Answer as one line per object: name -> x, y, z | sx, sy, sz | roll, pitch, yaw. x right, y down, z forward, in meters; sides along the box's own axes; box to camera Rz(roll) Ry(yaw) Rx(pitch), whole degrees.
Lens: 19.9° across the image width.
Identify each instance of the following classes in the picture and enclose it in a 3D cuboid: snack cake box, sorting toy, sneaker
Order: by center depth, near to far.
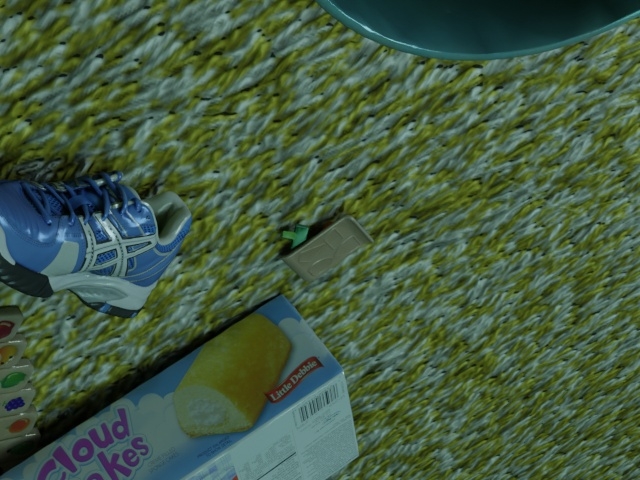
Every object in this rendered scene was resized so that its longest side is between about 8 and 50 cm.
sneaker -> -0.155, -0.013, 1.117 | 0.081, 0.080, 0.211 | -48, 157, 12
sorting toy -> 0.000, 0.000, 1.334 | 0.062, 0.012, 0.083 | -31, 154, 6
snack cake box -> -0.104, 0.175, 1.388 | 0.264, 0.089, 0.152 | -33, 152, -14

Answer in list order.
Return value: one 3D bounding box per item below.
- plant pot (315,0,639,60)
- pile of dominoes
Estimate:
plant pot -> 0.060, -0.263, 0.769 | 0.293, 0.235, 0.293 | -19, 140, -17
pile of dominoes -> -0.280, 0.147, 1.254 | 0.196, 0.040, 0.251 | -21, 148, -19
